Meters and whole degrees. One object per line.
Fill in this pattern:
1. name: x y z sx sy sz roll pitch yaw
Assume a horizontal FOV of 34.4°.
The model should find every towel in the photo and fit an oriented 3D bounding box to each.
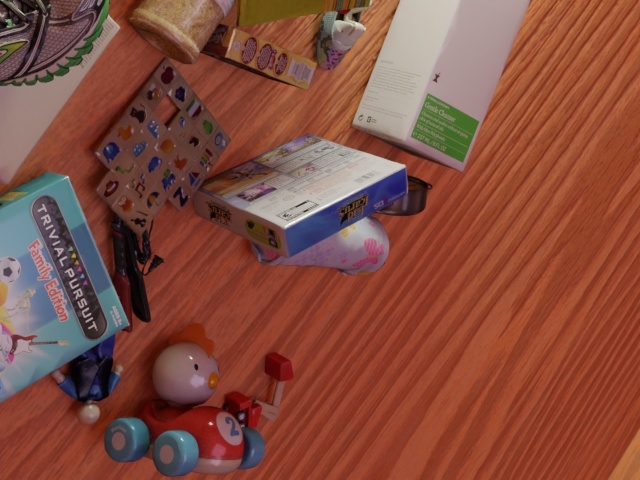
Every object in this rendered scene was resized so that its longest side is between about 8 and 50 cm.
1. towel: -0.017 -0.386 1.581 0.237 0.021 0.102 -16 136 -27

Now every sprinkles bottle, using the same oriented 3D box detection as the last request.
1. sprinkles bottle: -0.144 -0.440 1.555 0.121 0.121 0.355 40 78 -45

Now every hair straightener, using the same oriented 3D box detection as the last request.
1. hair straightener: -0.299 0.029 1.666 0.089 0.047 0.231 -25 118 -43

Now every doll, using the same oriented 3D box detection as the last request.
1. doll: -0.370 0.204 1.658 0.129 0.046 0.189 -4 106 -42

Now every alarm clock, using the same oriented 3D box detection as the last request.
1. alarm clock: 0.151 -0.090 1.980 0.192 0.129 0.064 -18 120 -45

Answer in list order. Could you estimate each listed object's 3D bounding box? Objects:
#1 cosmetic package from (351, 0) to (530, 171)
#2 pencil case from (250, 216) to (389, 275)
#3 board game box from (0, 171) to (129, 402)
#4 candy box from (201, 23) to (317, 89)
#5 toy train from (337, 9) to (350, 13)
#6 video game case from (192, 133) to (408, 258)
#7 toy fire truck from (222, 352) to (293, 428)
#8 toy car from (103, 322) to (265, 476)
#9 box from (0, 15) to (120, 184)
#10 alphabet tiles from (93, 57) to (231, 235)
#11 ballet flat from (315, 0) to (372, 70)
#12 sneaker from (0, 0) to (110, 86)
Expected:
1. cosmetic package: 0.227 -0.339 1.931 0.197 0.155 0.366 18 95 -44
2. pencil case: 0.000 0.000 1.884 0.273 0.114 0.124 9 138 -46
3. board game box: -0.467 0.089 1.465 0.336 0.079 0.254 -32 117 -31
4. candy box: -0.109 -0.298 1.657 0.186 0.109 0.053 12 99 -46
5. toy train: 0.022 -0.451 1.704 0.248 0.143 0.105 -3 131 -49
6. video game case: -0.034 -0.082 1.720 0.269 0.244 0.061 -28 125 -33
7. toy fire truck: -0.117 0.319 1.949 0.135 0.047 0.192 -16 118 -40
8. toy car: -0.213 0.259 1.738 0.219 0.210 0.238 11 86 -56
9. box: -0.405 -0.223 1.414 0.275 0.094 0.113 -56 135 -11
10. alphabet tiles: -0.254 -0.134 1.632 0.237 0.009 0.198 -58 136 -21
11. ballet flat: 0.051 -0.400 1.790 0.077 0.079 0.222 7 102 -48
12. sneaker: -0.415 -0.251 1.274 0.343 0.134 0.146 -32 166 -8
